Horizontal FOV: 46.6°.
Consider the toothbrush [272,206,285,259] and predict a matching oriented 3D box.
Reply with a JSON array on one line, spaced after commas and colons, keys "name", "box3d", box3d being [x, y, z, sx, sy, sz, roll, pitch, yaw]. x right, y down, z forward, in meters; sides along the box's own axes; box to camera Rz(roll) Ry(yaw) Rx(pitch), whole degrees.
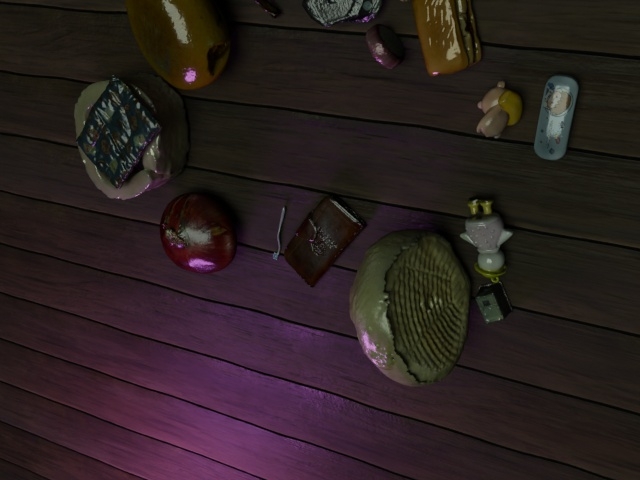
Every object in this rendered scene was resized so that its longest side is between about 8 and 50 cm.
[{"name": "toothbrush", "box3d": [-0.107, -0.018, 1.992, 0.017, 0.014, 0.162, 14, 117, 2]}]

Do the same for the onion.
[{"name": "onion", "box3d": [-0.344, -0.013, 2.047, 0.248, 0.161, 0.248, 25, 141, 23]}]

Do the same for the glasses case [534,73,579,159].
[{"name": "glasses case", "box3d": [0.492, -0.255, 1.547, 0.067, 0.045, 0.178, 14, 116, 22]}]

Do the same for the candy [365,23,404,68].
[{"name": "candy", "box3d": [0.142, -0.427, 1.633, 0.043, 0.103, 0.103, -31, 93, 34]}]

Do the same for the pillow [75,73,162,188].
[{"name": "pillow", "box3d": [-0.528, -0.275, 1.918, 0.189, 0.034, 0.255, 46, 123, 6]}]

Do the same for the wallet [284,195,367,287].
[{"name": "wallet", "box3d": [0.000, 0.000, 1.929, 0.137, 0.031, 0.255, 43, 124, 6]}]

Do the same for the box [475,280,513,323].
[{"name": "box", "box3d": [0.407, 0.149, 1.751, 0.060, 0.063, 0.085, -18, 101, 32]}]

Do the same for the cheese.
[{"name": "cheese", "box3d": [-0.509, -0.278, 2.018, 0.292, 0.153, 0.332, 6, 113, 27]}]

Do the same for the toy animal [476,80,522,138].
[{"name": "toy animal", "box3d": [0.378, -0.279, 1.589, 0.082, 0.091, 0.114, 49, 116, 37]}]

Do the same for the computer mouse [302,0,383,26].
[{"name": "computer mouse", "box3d": [0.050, -0.537, 1.663, 0.192, 0.062, 0.106, 2, 110, 22]}]

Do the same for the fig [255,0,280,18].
[{"name": "fig", "box3d": [-0.183, -0.655, 1.692, 0.290, 0.190, 0.190, 33, 124, -7]}]

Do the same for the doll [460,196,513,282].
[{"name": "doll", "box3d": [0.382, 0.002, 1.694, 0.129, 0.081, 0.207, -2, 111, 37]}]

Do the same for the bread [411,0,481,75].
[{"name": "bread", "box3d": [0.266, -0.455, 1.576, 0.116, 0.077, 0.200, -4, 108, 38]}]

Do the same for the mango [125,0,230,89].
[{"name": "mango", "box3d": [-0.355, -0.537, 1.778, 0.253, 0.182, 0.365, 5, 132, 42]}]

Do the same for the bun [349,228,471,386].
[{"name": "bun", "box3d": [0.188, 0.153, 1.721, 0.202, 0.364, 0.364, -5, 108, 42]}]
